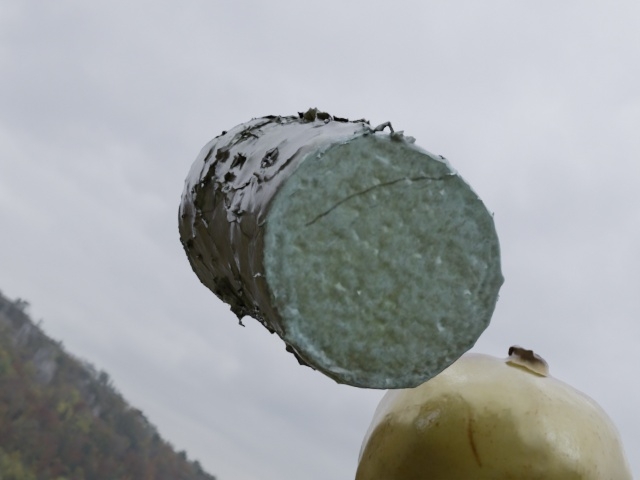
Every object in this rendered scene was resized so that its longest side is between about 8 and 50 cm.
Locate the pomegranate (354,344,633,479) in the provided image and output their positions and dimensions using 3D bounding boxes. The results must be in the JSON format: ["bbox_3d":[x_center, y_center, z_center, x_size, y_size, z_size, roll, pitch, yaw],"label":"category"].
[{"bbox_3d":[0.206,0.281,0.965,0.332,0.332,0.332,25,-21,10],"label":"pomegranate"}]

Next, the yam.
[{"bbox_3d":[0.000,0.000,0.740,0.241,0.241,0.348,37,-6,-20],"label":"yam"}]
